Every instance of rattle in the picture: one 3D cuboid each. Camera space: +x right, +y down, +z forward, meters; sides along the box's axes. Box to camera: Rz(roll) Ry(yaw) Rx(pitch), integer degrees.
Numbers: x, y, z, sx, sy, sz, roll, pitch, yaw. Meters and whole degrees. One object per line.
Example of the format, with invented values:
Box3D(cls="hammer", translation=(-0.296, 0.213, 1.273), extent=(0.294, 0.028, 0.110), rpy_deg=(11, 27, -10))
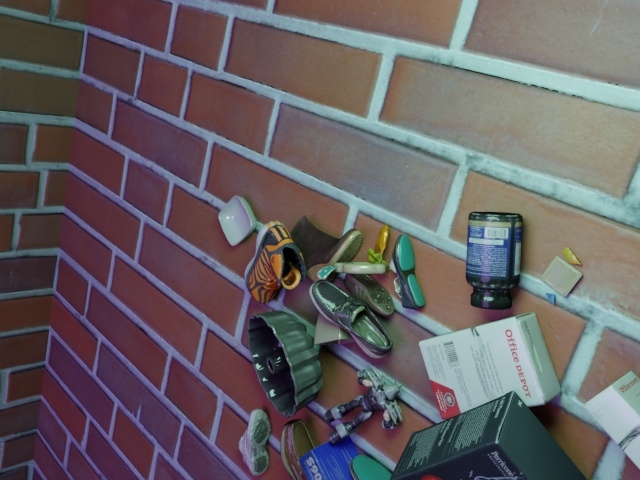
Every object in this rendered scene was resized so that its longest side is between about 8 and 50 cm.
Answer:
Box3D(cls="rattle", translation=(0.084, 0.035, 1.631), extent=(0.199, 0.130, 0.143), rpy_deg=(2, 108, 14))

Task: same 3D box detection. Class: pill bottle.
Box3D(cls="pill bottle", translation=(0.401, 0.045, 1.378), extent=(0.123, 0.123, 0.219), rpy_deg=(7, 98, 42))

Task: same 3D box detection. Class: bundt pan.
Box3D(cls="bundt pan", translation=(-0.101, 0.361, 1.813), extent=(0.331, 0.124, 0.331), rpy_deg=(41, 140, 47))

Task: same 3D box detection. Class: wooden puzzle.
Box3D(cls="wooden puzzle", translation=(0.540, 0.079, 1.329), extent=(0.078, 0.014, 0.116), rpy_deg=(53, 125, 31))

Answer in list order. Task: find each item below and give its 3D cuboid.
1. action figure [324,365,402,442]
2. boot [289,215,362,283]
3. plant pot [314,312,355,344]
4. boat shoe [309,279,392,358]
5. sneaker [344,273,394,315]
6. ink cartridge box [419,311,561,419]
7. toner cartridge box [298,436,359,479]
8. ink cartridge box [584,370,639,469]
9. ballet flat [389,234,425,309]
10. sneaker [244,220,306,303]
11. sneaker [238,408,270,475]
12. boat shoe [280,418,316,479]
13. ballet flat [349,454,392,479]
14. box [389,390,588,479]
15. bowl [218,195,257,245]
Box3D(cls="action figure", translation=(0.129, 0.466, 1.682), extent=(0.285, 0.099, 0.185), rpy_deg=(-40, 60, 33))
Box3D(cls="boot", translation=(0.000, 0.000, 1.760), extent=(0.207, 0.090, 0.248), rpy_deg=(53, 129, 23))
Box3D(cls="plant pot", translation=(0.051, 0.249, 1.732), extent=(0.109, 0.109, 0.096), rpy_deg=(-20, 68, 42))
Box3D(cls="boat shoe", translation=(0.091, 0.206, 1.638), extent=(0.285, 0.103, 0.092), rpy_deg=(46, 152, 8))
Box3D(cls="sneaker", translation=(0.137, 0.156, 1.680), extent=(0.188, 0.066, 0.071), rpy_deg=(48, 142, 33))
Box3D(cls="ink cartridge box", translation=(0.397, 0.298, 1.407), extent=(0.273, 0.114, 0.197), rpy_deg=(-24, 77, 41))
Box3D(cls="toner cartridge box", translation=(0.089, 0.744, 1.690), extent=(0.075, 0.165, 0.348), rpy_deg=(-47, 63, 36))
Box3D(cls="ink cartridge box", translation=(0.639, 0.368, 1.174), extent=(0.191, 0.139, 0.082), rpy_deg=(53, 126, 26))
Box3D(cls="ballet flat", translation=(0.220, 0.088, 1.584), extent=(0.074, 0.074, 0.203), rpy_deg=(-18, 83, 42))
Box3D(cls="sneaker", translation=(-0.140, 0.113, 1.826), extent=(0.180, 0.124, 0.321), rpy_deg=(52, 144, 39))
Box3D(cls="sneaker", translation=(-0.239, 0.681, 2.037), extent=(0.115, 0.090, 0.232), rpy_deg=(13, 101, 45))
Box3D(cls="boat shoe", translation=(-0.027, 0.711, 1.835), extent=(0.120, 0.122, 0.324), rpy_deg=(-14, 92, 37))
Box3D(cls="ballet flat", translation=(0.196, 0.726, 1.637), extent=(0.316, 0.107, 0.106), rpy_deg=(31, 127, 37))
Box3D(cls="box", translation=(0.391, 0.561, 1.314), extent=(0.343, 0.179, 0.312), rpy_deg=(50, 126, -1))
Box3D(cls="bowl", translation=(-0.275, -0.068, 2.032), extent=(0.142, 0.053, 0.142), rpy_deg=(-42, 65, 36))
